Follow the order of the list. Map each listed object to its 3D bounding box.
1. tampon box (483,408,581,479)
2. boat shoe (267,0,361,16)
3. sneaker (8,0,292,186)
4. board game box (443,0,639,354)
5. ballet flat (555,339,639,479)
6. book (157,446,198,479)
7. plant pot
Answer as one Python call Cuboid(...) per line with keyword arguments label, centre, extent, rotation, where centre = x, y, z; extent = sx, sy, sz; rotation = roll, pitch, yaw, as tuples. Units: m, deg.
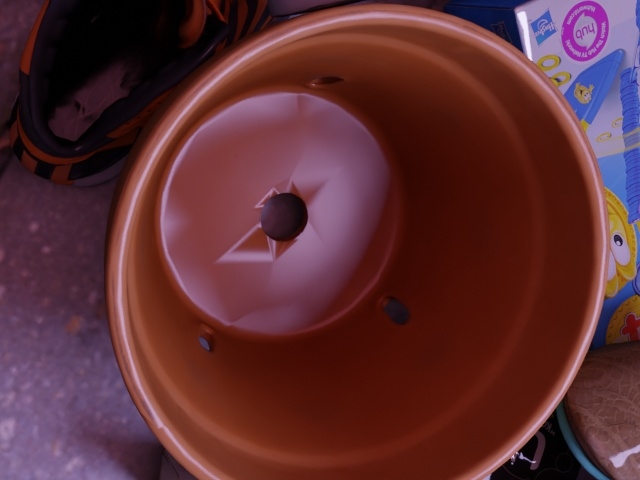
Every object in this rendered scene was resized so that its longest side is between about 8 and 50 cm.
Cuboid(label="tampon box", centre=(0.113, 0.155, 0.711), extent=(0.120, 0.101, 0.161), rotation=(23, 81, -14))
Cuboid(label="boat shoe", centre=(0.041, -0.226, 0.627), extent=(0.306, 0.113, 0.105), rotation=(-46, 124, -50))
Cuboid(label="sneaker", centre=(-0.076, -0.166, 0.628), extent=(0.125, 0.180, 0.321), rotation=(37, 78, -12))
Cuboid(label="board game box", centre=(0.277, -0.089, 0.732), extent=(0.308, 0.086, 0.302), rotation=(-27, 114, -16))
Cuboid(label="ballet flat", centre=(0.295, 0.125, 0.681), extent=(0.342, 0.124, 0.116), rotation=(24, 47, -45))
Cuboid(label="book", centre=(-0.035, 0.173, 0.669), extent=(0.144, 0.096, 0.035), rotation=(8, 85, -16))
Cuboid(label="plant pot", centre=(0.000, 0.000, 0.611), extent=(0.291, 0.203, 0.290), rotation=(-4, 104, -19))
